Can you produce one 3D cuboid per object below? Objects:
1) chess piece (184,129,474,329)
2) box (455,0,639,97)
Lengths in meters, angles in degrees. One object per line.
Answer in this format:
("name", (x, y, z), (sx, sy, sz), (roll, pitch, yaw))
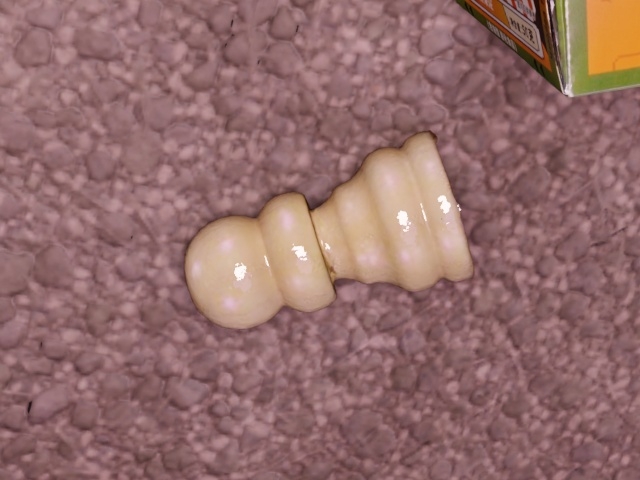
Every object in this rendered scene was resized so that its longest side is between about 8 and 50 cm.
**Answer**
("chess piece", (0.000, 0.000, 0.909), (0.170, 0.094, 0.094), (-16, 115, 3))
("box", (0.153, -0.193, 0.791), (0.148, 0.195, 0.177), (-9, 115, -9))
